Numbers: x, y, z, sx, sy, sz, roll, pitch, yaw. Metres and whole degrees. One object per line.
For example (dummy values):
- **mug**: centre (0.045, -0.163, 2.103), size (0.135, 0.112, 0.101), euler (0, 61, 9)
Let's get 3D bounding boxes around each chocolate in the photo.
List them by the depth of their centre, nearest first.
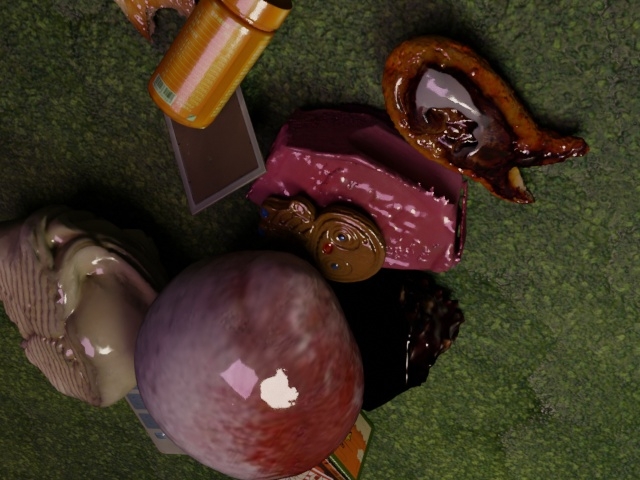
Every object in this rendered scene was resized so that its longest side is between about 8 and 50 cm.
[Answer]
- **chocolate**: centre (0.123, 0.120, 1.153), size (0.224, 0.177, 0.206), euler (-50, 56, 52)

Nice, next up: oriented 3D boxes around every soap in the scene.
- **soap**: centre (0.068, -0.062, 1.029), size (0.289, 0.112, 0.182), euler (30, 135, -6)

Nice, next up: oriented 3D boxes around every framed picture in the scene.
- **framed picture**: centre (-0.144, -0.144, 1.035), size (0.142, 0.011, 0.183), euler (-27, 74, 33)

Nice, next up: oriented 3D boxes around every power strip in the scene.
- **power strip**: centre (-0.300, 0.314, 1.487), size (0.118, 0.046, 0.270), euler (-7, 124, 24)

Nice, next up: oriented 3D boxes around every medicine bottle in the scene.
- **medicine bottle**: centre (-0.125, -0.235, 0.951), size (0.096, 0.096, 0.192), euler (36, 119, -9)

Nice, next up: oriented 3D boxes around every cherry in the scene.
- **cherry**: centre (-0.102, 0.153, 1.058), size (0.326, 0.291, 0.335), euler (18, 145, 34)

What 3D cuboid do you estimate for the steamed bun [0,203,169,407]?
- **steamed bun**: centre (-0.362, 0.082, 1.230), size (0.324, 0.219, 0.310), euler (-2, 114, 51)

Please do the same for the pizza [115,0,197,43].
- **pizza**: centre (-0.220, -0.359, 0.949), size (0.181, 0.034, 0.262), euler (-17, 120, 29)

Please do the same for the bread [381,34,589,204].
- **bread**: centre (0.185, -0.145, 0.942), size (0.269, 0.095, 0.139), euler (29, 134, -22)

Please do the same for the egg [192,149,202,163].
- **egg**: centre (-0.140, -0.105, 1.093), size (0.083, 0.071, 0.071), euler (29, 130, -7)

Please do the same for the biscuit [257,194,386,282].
- **biscuit**: centre (0.000, 0.000, 1.015), size (0.175, 0.026, 0.124), euler (19, 135, 8)

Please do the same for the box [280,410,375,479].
- **box**: centre (-0.043, 0.338, 1.347), size (0.195, 0.148, 0.177), euler (-21, 115, 31)
